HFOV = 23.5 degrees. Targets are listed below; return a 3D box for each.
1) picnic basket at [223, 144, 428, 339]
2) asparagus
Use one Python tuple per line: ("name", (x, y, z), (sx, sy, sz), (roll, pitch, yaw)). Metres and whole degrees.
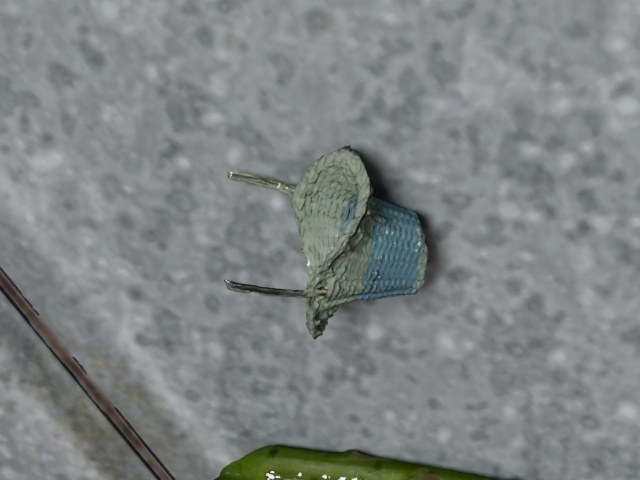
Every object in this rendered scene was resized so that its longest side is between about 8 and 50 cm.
("picnic basket", (0.000, 0.000, 0.616), (0.083, 0.065, 0.083), (4, 139, -11))
("asparagus", (0.066, 0.120, 0.699), (0.236, 0.027, 0.034), (9, 132, 12))
